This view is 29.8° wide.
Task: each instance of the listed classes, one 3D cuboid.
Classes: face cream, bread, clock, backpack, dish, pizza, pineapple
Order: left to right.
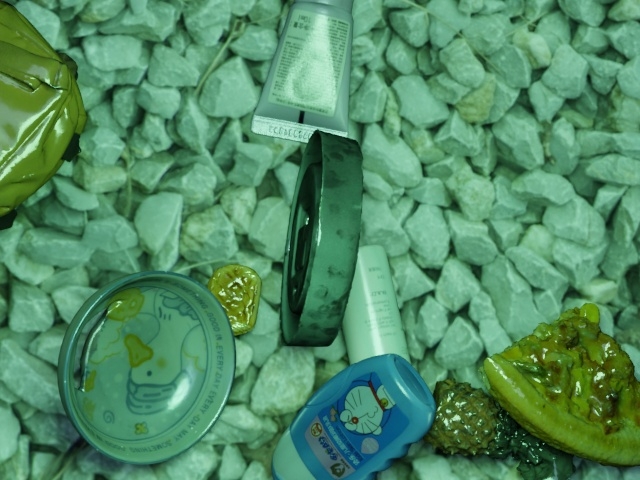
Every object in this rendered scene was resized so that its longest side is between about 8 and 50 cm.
[{"bbox_3d":[-0.537,-0.208,1.766,0.353,0.201,0.378,-43,84,-11],"label":"backpack"},{"bbox_3d":[-0.269,0.173,1.719,0.273,0.134,0.273,-5,98,-38],"label":"dish"},{"bbox_3d":[-0.132,0.088,1.797,0.083,0.044,0.111,7,74,2],"label":"bread"},{"bbox_3d":[-0.010,-0.288,1.884,0.154,0.096,0.274,11,88,-3],"label":"face cream"},{"bbox_3d":[-0.001,-0.001,1.692,0.061,0.312,0.313,8,75,-9],"label":"clock"},{"bbox_3d":[0.035,0.273,1.689,0.264,0.083,0.149,-42,69,20],"label":"face cream"},{"bbox_3d":[0.085,0.165,1.765,0.092,0.092,0.311,-11,76,-6],"label":"face cream"},{"bbox_3d":[0.267,0.285,1.744,0.237,0.111,0.119,19,104,-4],"label":"pineapple"},{"bbox_3d":[0.377,0.237,1.714,0.258,0.087,0.268,-25,78,-39],"label":"pizza"}]
